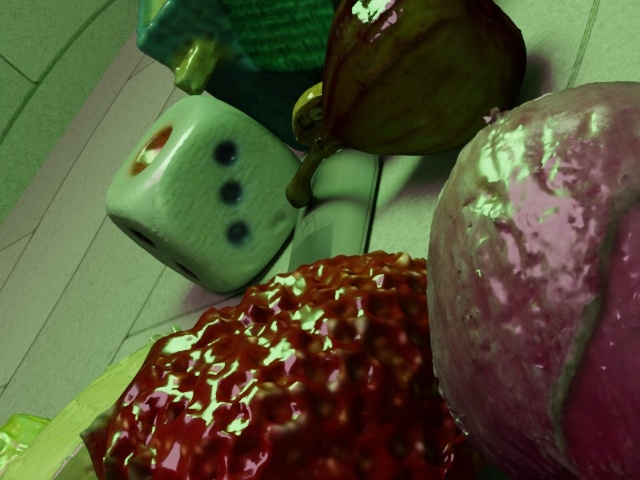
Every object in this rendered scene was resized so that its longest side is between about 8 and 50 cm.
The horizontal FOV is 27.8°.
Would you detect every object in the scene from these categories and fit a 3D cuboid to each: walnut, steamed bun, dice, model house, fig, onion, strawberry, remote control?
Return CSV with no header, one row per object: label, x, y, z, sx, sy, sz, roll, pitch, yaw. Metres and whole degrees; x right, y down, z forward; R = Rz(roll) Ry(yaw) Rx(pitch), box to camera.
walnut,0.019,-0.158,1.511,0.121,0.091,0.052,-28,44,33
steamed bun,-0.180,0.221,1.278,0.273,0.166,0.232,-45,12,-22
dice,-0.144,-0.058,1.634,0.193,0.192,0.194,-55,23,-14
model house,-0.004,-0.303,1.663,0.382,0.335,0.342,-1,62,56
fig,0.063,-0.143,1.378,0.321,0.217,0.217,-48,20,24
onion,0.147,0.082,0.749,0.159,0.267,0.348,-9,49,4
strawberry,0.014,0.147,0.930,0.343,0.292,0.292,-40,18,-17
remote control,0.000,0.000,1.444,0.109,0.055,0.313,-35,25,31

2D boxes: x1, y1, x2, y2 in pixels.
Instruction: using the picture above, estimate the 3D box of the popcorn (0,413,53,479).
popcorn,-0.343,0.290,1.429,0.198,0.213,0.197,6,-90,-90
